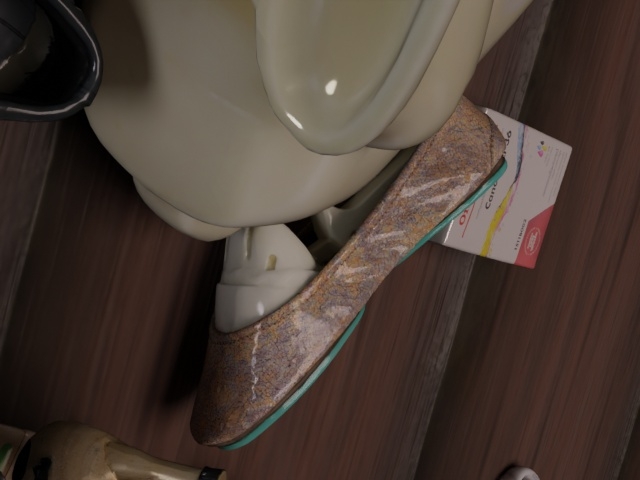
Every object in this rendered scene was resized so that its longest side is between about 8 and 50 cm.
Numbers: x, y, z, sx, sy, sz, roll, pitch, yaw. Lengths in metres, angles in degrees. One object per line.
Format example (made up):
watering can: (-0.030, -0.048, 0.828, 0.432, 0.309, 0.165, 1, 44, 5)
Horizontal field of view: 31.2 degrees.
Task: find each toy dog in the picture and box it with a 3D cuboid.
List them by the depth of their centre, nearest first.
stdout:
toy dog: (0.067, -0.192, 0.646, 0.408, 0.285, 0.395, -39, 145, -34)

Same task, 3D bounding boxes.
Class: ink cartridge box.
ink cartridge box: (0.122, -0.049, 0.940, 0.198, 0.067, 0.115, 12, 96, -52)

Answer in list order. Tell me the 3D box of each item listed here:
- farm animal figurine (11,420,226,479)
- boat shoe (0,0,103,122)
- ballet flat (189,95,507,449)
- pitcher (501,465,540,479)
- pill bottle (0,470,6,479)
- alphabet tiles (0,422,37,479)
farm animal figurine: (-0.104, 0.241, 0.712, 0.327, 0.172, 0.330, -21, 117, -64)
boat shoe: (-0.205, -0.125, 0.438, 0.127, 0.113, 0.340, -58, 149, -7)
ballet flat: (0.000, 0.000, 0.793, 0.316, 0.108, 0.106, -47, 113, -22)
pitcher: (0.205, 0.358, 1.195, 0.177, 0.125, 0.207, 57, 48, -22)
pill bottle: (-0.206, 0.167, 0.534, 0.123, 0.123, 0.219, -10, 109, -49)
alphabet tiles: (-0.236, 0.215, 0.662, 0.198, 0.009, 0.237, 31, 80, -52)
